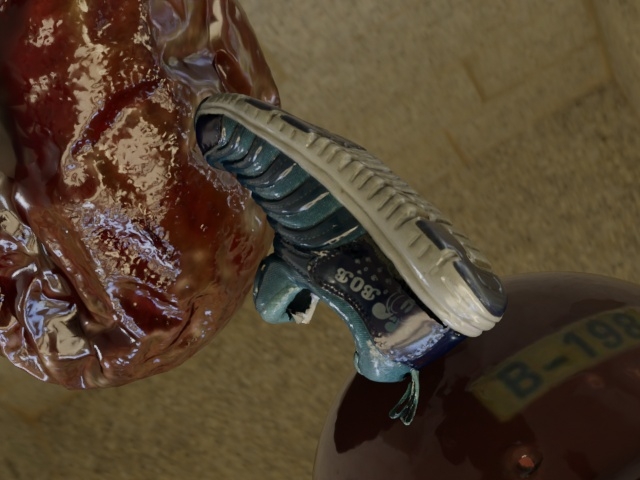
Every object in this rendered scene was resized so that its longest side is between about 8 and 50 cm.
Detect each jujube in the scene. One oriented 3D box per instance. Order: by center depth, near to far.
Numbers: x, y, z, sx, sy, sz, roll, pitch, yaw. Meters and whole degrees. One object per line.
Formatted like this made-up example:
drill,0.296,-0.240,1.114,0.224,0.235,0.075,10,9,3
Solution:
jujube,-0.169,-0.081,1.120,0.276,0.377,0.276,-15,-140,13

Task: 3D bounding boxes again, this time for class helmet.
helmet,0.141,0.139,1.062,0.384,0.338,0.230,-24,-122,-20

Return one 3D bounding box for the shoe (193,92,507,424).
shoe,0.000,0.000,0.883,0.207,0.091,0.106,46,-78,22
